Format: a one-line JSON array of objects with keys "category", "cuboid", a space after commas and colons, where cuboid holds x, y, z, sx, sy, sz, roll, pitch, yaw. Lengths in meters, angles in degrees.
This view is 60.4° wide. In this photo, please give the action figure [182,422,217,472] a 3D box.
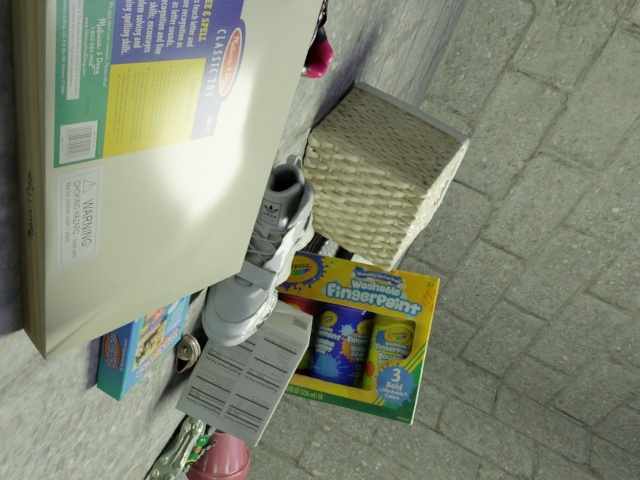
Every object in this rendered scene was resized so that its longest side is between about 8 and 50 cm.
[{"category": "action figure", "cuboid": [-0.348, 0.573, 1.590, 0.137, 0.063, 0.232, 19, 104, -45]}]

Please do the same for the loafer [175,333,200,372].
[{"category": "loafer", "cuboid": [-0.274, 0.234, 1.119, 0.039, 0.045, 0.125, -47, 167, -36]}]

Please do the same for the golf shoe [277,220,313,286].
[{"category": "golf shoe", "cuboid": [-0.096, -0.012, 1.232, 0.306, 0.115, 0.140, -62, 165, -54]}]

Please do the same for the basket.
[{"category": "basket", "cuboid": [0.139, -0.151, 1.381, 0.266, 0.331, 0.328, -52, 167, -40]}]

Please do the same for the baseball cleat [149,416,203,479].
[{"category": "baseball cleat", "cuboid": [-0.375, 0.563, 1.462, 0.206, 0.072, 0.109, -54, 176, -23]}]

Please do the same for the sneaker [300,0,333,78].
[{"category": "sneaker", "cuboid": [-0.042, -0.288, 0.607, 0.121, 0.112, 0.299, -60, 170, -6]}]

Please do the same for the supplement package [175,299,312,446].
[{"category": "supplement package", "cuboid": [-0.164, 0.271, 1.249, 0.263, 0.198, 0.199, -63, -177, 10]}]

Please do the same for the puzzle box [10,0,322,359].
[{"category": "puzzle box", "cuboid": [-0.150, -0.080, 0.543, 0.272, 0.052, 0.409, -24, 146, -44]}]

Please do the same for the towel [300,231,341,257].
[{"category": "towel", "cuboid": [0.000, 0.000, 1.727, 0.284, 0.121, 0.235, -60, 171, -10]}]

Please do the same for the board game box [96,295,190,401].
[{"category": "board game box", "cuboid": [-0.257, 0.116, 0.824, 0.160, 0.047, 0.210, -51, 166, -54]}]

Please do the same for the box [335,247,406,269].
[{"category": "box", "cuboid": [0.091, 0.101, 1.930, 0.343, 0.179, 0.312, -62, -156, 3]}]

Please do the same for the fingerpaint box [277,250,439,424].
[{"category": "fingerpaint box", "cuboid": [0.060, 0.240, 1.457, 0.163, 0.444, 0.371, 47, 55, -78]}]

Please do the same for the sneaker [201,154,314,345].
[{"category": "sneaker", "cuboid": [-0.118, 0.008, 1.032, 0.210, 0.137, 0.366, 101, 14, -61]}]

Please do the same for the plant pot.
[{"category": "plant pot", "cuboid": [-0.316, 0.643, 1.721, 0.201, 0.201, 0.180, -40, 141, -68]}]
